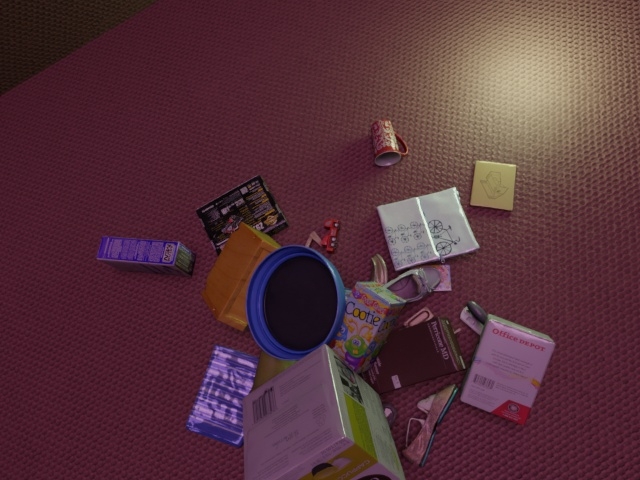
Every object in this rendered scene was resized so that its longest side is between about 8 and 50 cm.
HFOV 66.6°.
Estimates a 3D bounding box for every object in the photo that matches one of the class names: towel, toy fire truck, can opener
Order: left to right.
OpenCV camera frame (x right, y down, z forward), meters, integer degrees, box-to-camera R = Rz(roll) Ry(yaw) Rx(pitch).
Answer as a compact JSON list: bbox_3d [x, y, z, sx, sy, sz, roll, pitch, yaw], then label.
[{"bbox_3d":[-0.359,0.595,1.878,0.243,0.040,0.335,15,76,12],"label":"towel"},{"bbox_3d":[0.000,0.000,2.005,0.135,0.047,0.192,7,74,12],"label":"toy fire truck"},{"bbox_3d":[0.634,0.342,1.785,0.280,0.093,0.074,43,82,13],"label":"can opener"}]

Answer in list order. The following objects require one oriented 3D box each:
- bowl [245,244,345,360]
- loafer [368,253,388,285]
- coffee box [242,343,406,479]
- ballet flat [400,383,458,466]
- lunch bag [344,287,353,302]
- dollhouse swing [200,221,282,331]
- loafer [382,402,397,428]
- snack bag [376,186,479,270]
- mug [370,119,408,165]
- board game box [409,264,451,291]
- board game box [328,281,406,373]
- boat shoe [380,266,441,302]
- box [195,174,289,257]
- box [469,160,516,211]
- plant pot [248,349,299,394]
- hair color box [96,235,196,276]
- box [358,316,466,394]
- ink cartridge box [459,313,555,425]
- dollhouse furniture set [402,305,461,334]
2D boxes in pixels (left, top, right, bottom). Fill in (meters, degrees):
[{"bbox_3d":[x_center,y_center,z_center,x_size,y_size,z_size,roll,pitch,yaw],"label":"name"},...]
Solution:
[{"bbox_3d":[-0.087,0.214,1.676,0.391,0.077,0.390,-7,78,32],"label":"bowl"},{"bbox_3d":[0.216,0.183,1.887,0.092,0.102,0.268,-5,73,1],"label":"loafer"},{"bbox_3d":[0.001,0.598,1.459,0.338,0.334,0.338,-35,31,11],"label":"coffee box"},{"bbox_3d":[0.377,0.635,1.724,0.106,0.107,0.316,25,77,22],"label":"ballet flat"},{"bbox_3d":[0.071,0.288,1.884,0.176,0.090,0.218,12,76,9],"label":"lunch bag"},{"bbox_3d":[-0.228,0.169,1.940,0.315,0.305,0.346,36,99,54],"label":"dollhouse swing"},{"bbox_3d":[0.141,0.699,1.731,0.319,0.111,0.112,-40,72,-5],"label":"loafer"},{"bbox_3d":[0.421,-0.051,1.923,0.343,0.037,0.323,-13,56,4],"label":"snack bag"},{"bbox_3d":[0.283,-0.413,2.077,0.113,0.150,0.169,-27,61,38],"label":"mug"},{"bbox_3d":[0.429,0.149,1.904,0.154,0.026,0.103,-2,73,8],"label":"board game box"},{"bbox_3d":[0.148,0.292,1.647,0.142,0.144,0.275,31,102,29],"label":"board game box"},{"bbox_3d":[0.321,0.177,1.806,0.321,0.103,0.118,-15,86,-18],"label":"boat shoe"},{"bbox_3d":[-0.334,-0.095,2.070,0.322,0.079,0.257,-30,73,-2],"label":"box"},{"bbox_3d":[0.704,-0.223,1.982,0.165,0.021,0.201,9,74,11],"label":"box"},{"bbox_3d":[-0.130,0.486,1.780,0.276,0.276,0.253,-1,61,8],"label":"plant pot"},{"bbox_3d":[-0.715,0.067,2.019,0.339,0.185,0.110,6,72,10],"label":"hair color box"},{"bbox_3d":[0.293,0.419,1.719,0.382,0.143,0.191,-25,70,21],"label":"box"},{"bbox_3d":[0.639,0.440,1.683,0.226,0.131,0.306,20,95,15],"label":"ink cartridge box"},{"bbox_3d":[0.408,0.321,1.803,0.144,0.123,0.151,-37,71,-4],"label":"dollhouse furniture set"}]
